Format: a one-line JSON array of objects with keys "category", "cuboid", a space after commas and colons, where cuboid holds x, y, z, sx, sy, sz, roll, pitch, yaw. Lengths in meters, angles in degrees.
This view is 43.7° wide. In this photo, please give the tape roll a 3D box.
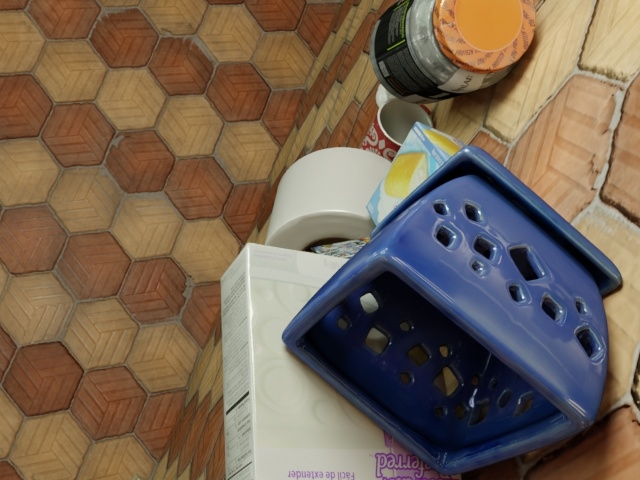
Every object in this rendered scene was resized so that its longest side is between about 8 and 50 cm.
[{"category": "tape roll", "cuboid": [0.035, -0.008, 1.318, 0.246, 0.246, 0.169, -55, 18, 39]}]

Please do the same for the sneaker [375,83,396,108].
[{"category": "sneaker", "cuboid": [0.195, -0.389, 1.717, 0.121, 0.099, 0.263, -37, 38, 50]}]

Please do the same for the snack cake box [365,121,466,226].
[{"category": "snack cake box", "cuboid": [0.164, -0.026, 1.052, 0.152, 0.089, 0.264, -59, 28, 22]}]

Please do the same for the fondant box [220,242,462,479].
[{"category": "fondant box", "cuboid": [0.020, 0.181, 0.868, 0.096, 0.238, 0.331, -46, 41, 51]}]

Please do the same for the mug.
[{"category": "mug", "cuboid": [0.148, -0.183, 1.552, 0.113, 0.150, 0.169, 67, 151, 20]}]

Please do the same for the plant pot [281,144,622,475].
[{"category": "plant pot", "cuboid": [0.138, 0.062, 0.787, 0.212, 0.236, 0.236, -52, 3, -37]}]

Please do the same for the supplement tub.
[{"category": "supplement tub", "cuboid": [0.209, -0.331, 1.299, 0.194, 0.193, 0.316, -66, 12, -1]}]

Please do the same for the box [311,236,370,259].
[{"category": "box", "cuboid": [0.044, 0.022, 1.078, 0.137, 0.093, 0.027, -147, 48, -78]}]

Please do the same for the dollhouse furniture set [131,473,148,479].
[{"category": "dollhouse furniture set", "cuboid": [-0.290, 0.632, 1.396, 0.198, 0.286, 0.303, -61, 2, 22]}]
